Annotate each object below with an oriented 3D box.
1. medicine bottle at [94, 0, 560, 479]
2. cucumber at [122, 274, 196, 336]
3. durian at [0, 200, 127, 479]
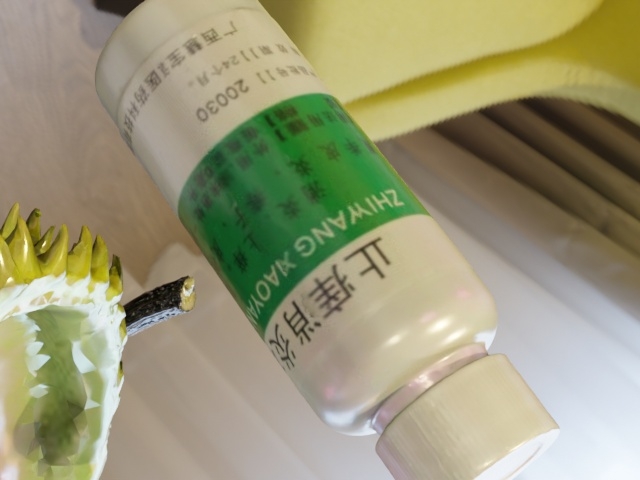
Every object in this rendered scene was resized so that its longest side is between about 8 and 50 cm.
[{"bbox_3d":[0.000,0.000,0.535,0.095,0.260,0.095,-33,159,-14],"label":"medicine bottle"},{"bbox_3d":[-0.170,0.069,1.138,0.135,0.034,0.033,-22,173,27],"label":"cucumber"},{"bbox_3d":[-0.164,0.113,0.555,0.157,0.169,0.355,-2,137,-15],"label":"durian"}]
